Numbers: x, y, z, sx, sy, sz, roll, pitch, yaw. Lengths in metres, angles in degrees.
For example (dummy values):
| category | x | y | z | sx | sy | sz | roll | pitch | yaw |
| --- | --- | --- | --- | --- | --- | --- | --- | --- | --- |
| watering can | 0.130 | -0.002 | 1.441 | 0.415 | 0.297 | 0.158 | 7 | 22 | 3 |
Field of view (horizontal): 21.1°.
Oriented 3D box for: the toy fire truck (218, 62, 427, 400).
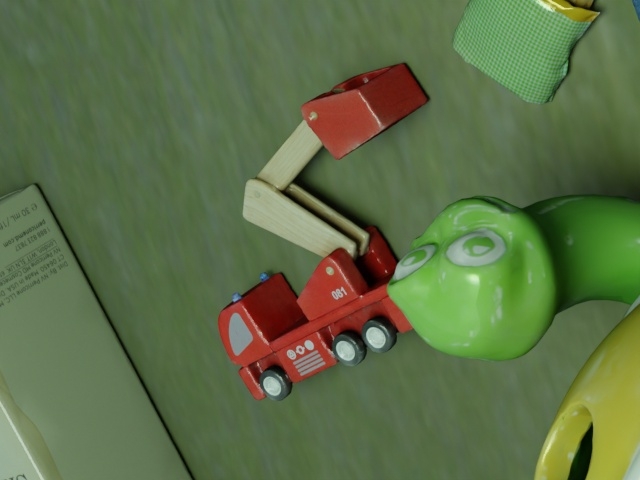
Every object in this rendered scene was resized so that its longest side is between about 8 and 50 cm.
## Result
| category | x | y | z | sx | sy | sz | roll | pitch | yaw |
| --- | --- | --- | --- | --- | --- | --- | --- | --- | --- |
| toy fire truck | 0.000 | 0.000 | 0.936 | 0.192 | 0.047 | 0.135 | -28 | 95 | 42 |

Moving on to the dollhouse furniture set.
| category | x | y | z | sx | sy | sz | roll | pitch | yaw |
| --- | --- | --- | --- | --- | --- | --- | --- | --- | --- |
| dollhouse furniture set | 0.054 | -0.124 | 0.827 | 0.151 | 0.058 | 0.076 | 35 | 129 | 16 |

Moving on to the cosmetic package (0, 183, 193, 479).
| category | x | y | z | sx | sy | sz | roll | pitch | yaw |
| --- | --- | --- | --- | --- | --- | --- | --- | --- | --- |
| cosmetic package | -0.192 | 0.138 | 1.100 | 0.160 | 0.113 | 0.309 | -21 | 99 | 40 |

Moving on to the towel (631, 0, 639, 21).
| category | x | y | z | sx | sy | sz | roll | pitch | yaw |
| --- | --- | --- | --- | --- | --- | --- | --- | --- | --- |
| towel | 0.185 | -0.135 | 0.749 | 0.119 | 0.029 | 0.067 | -13 | 104 | 39 |

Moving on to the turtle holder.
| category | x | y | z | sx | sy | sz | roll | pitch | yaw |
| --- | --- | --- | --- | --- | --- | --- | --- | --- | --- |
| turtle holder | 0.192 | 0.098 | 0.704 | 0.243 | 0.227 | 0.320 | -24 | 93 | 54 |
